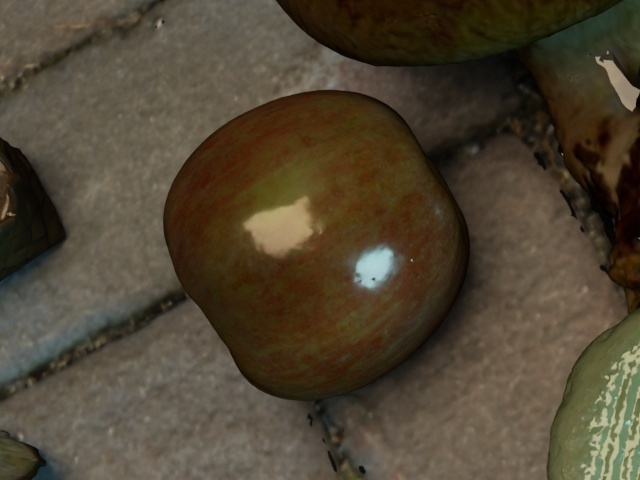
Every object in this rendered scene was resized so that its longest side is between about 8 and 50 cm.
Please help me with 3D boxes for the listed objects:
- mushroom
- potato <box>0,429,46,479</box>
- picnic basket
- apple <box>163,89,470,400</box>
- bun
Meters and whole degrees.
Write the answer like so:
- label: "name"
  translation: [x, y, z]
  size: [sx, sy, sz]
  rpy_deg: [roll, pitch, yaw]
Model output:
- label: "mushroom"
  translation: [0.152, -0.197, 1.077]
  size: [0.331, 0.356, 0.334]
  rpy_deg: [-48, 33, -6]
- label: "potato"
  translation: [-0.339, 0.238, 1.104]
  size: [0.288, 0.301, 0.237]
  rpy_deg: [22, 100, 26]
- label: "picnic basket"
  translation: [-0.275, -0.026, 1.192]
  size: [0.137, 0.178, 0.128]
  rpy_deg: [-32, 66, 9]
- label: "apple"
  translation: [0.000, 0.000, 1.077]
  size: [0.173, 0.188, 0.188]
  rpy_deg: [-32, 66, 4]
- label: "bun"
  translation: [0.237, 0.130, 0.981]
  size: [0.212, 0.126, 0.204]
  rpy_deg: [35, 88, 18]
